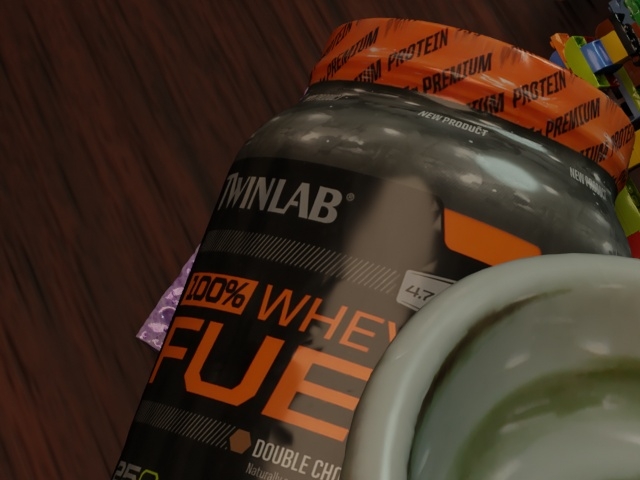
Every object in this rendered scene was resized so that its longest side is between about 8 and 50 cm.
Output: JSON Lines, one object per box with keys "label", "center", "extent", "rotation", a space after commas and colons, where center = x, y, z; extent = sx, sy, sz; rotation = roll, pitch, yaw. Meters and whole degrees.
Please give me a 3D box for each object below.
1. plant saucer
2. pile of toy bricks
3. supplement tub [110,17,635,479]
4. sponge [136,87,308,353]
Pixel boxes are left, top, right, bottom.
{"label": "plant saucer", "center": [0.169, 0.179, 0.550], "extent": [0.400, 0.400, 0.100], "rotation": [54, 130, 26]}
{"label": "pile of toy bricks", "center": [0.148, -0.086, 0.855], "extent": [0.105, 0.118, 0.212], "rotation": [-32, 78, 30]}
{"label": "supplement tub", "center": [0.023, 0.080, 0.725], "extent": [0.207, 0.207, 0.338], "rotation": [16, 78, 19]}
{"label": "sponge", "center": [0.000, 0.000, 0.880], "extent": [0.117, 0.031, 0.210], "rotation": [28, 77, 22]}
